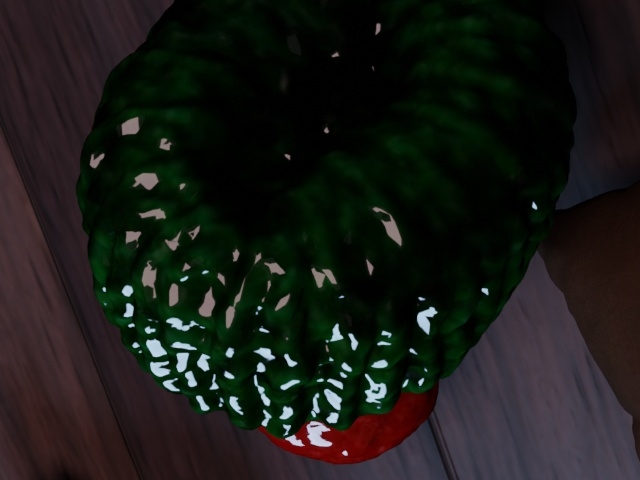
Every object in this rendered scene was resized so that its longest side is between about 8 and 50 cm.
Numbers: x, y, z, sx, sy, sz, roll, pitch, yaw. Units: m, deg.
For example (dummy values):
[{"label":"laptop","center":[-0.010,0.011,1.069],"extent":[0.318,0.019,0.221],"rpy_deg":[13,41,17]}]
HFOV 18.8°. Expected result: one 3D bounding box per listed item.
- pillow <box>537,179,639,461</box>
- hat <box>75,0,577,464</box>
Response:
[{"label":"pillow","center":[0.266,0.062,0.950],"extent":[0.308,0.108,0.305],"rpy_deg":[-36,70,42]},{"label":"hat","center":[0.000,0.000,1.067],"extent":[0.242,0.274,0.332],"rpy_deg":[44,158,23]}]
